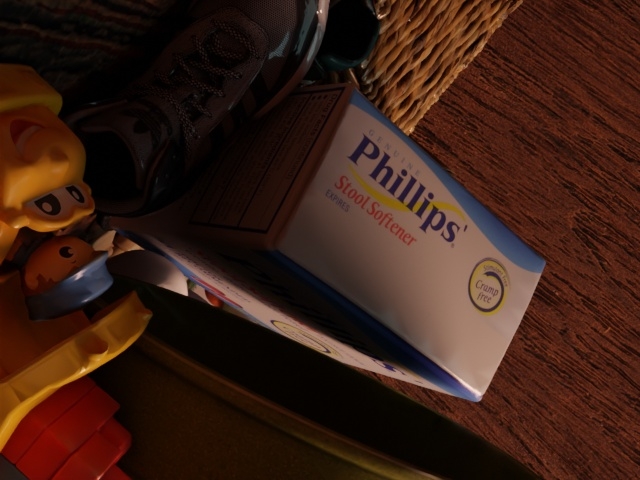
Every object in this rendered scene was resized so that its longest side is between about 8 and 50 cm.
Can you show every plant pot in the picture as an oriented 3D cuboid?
[{"bbox_3d":[-0.077,0.255,0.675,0.366,0.366,0.353,73,43,-89],"label":"plant pot"}]

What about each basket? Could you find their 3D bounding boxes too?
[{"bbox_3d":[0.049,-0.280,1.033,0.299,0.223,0.213,-49,146,-20],"label":"basket"}]

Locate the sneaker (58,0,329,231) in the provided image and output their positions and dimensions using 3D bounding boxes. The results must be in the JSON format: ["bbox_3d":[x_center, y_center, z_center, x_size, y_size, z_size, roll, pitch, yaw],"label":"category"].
[{"bbox_3d":[-0.097,-0.105,0.699,0.268,0.101,0.153,-47,-177,20],"label":"sneaker"}]

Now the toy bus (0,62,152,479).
[{"bbox_3d":[-0.166,0.050,0.492,0.220,0.211,0.149,-52,177,19],"label":"toy bus"}]

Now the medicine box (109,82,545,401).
[{"bbox_3d":[0.000,0.000,0.866,0.289,0.263,0.149,8,-114,55],"label":"medicine box"}]

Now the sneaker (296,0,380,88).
[{"bbox_3d":[-0.025,-0.173,0.844,0.108,0.121,0.302,-49,179,-28],"label":"sneaker"}]

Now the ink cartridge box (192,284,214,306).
[{"bbox_3d":[-0.204,0.126,1.620,0.278,0.117,0.201,-50,180,17],"label":"ink cartridge box"}]

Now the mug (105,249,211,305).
[{"bbox_3d":[-0.231,0.170,0.888,0.328,0.276,0.374,-31,151,-59],"label":"mug"}]

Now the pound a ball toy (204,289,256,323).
[{"bbox_3d":[-0.090,0.011,1.335,0.319,0.136,0.208,122,-36,-59],"label":"pound a ball toy"}]

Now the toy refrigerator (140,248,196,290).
[{"bbox_3d":[-0.203,0.027,1.305,0.102,0.094,0.269,-49,178,-17],"label":"toy refrigerator"}]

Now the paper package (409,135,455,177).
[{"bbox_3d":[0.043,-0.084,1.851,0.325,0.309,0.168,-51,179,22],"label":"paper package"}]

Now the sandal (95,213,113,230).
[{"bbox_3d":[-0.156,-0.059,0.993,0.179,0.040,0.067,-20,150,-37],"label":"sandal"}]

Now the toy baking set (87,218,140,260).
[{"bbox_3d":[-0.179,-0.056,1.075,0.256,0.030,0.197,-49,179,-27],"label":"toy baking set"}]
